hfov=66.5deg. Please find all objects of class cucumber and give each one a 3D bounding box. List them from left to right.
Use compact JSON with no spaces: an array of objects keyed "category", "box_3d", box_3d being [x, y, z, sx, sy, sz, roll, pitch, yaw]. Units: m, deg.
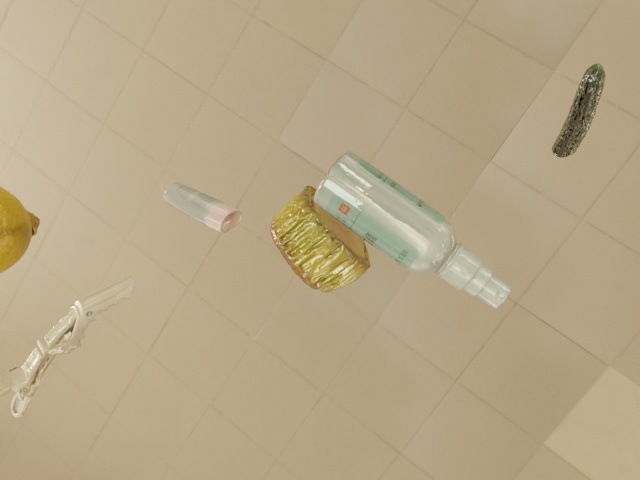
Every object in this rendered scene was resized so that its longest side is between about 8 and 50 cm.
[{"category":"cucumber","box_3d":[0.540,-0.266,1.014,0.052,0.215,0.058,-6,50,-2]}]

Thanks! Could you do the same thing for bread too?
[{"category":"bread","box_3d":[0.000,0.000,1.107,0.142,0.253,0.227,-37,109,17]}]

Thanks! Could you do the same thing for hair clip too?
[{"category":"hair clip","box_3d":[-0.332,0.123,0.618,0.034,0.072,0.226,35,80,37]}]

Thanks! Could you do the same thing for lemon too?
[{"category":"lemon","box_3d":[-0.635,-0.015,0.872,0.188,0.256,0.189,8,107,28]}]

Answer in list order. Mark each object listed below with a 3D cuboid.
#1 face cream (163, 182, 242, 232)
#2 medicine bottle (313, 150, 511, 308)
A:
[{"category":"face cream","box_3d":[-0.290,-0.081,1.194,0.198,0.084,0.057,27,132,24]},{"category":"medicine bottle","box_3d":[0.157,-0.009,0.816,0.351,0.110,0.110,36,101,5]}]
